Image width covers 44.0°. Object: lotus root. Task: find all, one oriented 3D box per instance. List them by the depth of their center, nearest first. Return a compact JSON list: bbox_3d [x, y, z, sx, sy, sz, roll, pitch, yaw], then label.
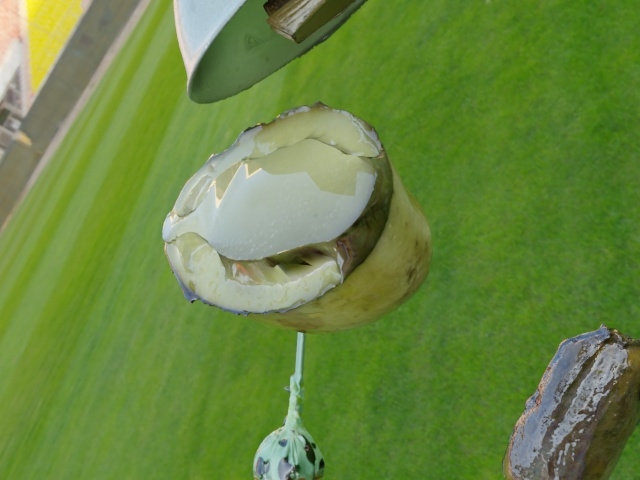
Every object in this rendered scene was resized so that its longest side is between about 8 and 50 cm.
[{"bbox_3d":[0.377,0.275,1.146,0.078,0.167,0.329,-65,-11,-63],"label":"lotus root"}]

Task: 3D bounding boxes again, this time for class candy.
[{"bbox_3d":[-0.036,0.188,1.035,0.083,0.091,0.305,-8,78,63],"label":"candy"}]

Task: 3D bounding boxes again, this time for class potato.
[{"bbox_3d":[0.000,0.000,0.830,0.286,0.242,0.242,-21,40,33],"label":"potato"}]

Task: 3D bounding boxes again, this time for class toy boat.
[{"bbox_3d":[0.013,-0.238,0.713,0.149,0.049,0.047,-39,-16,3],"label":"toy boat"}]

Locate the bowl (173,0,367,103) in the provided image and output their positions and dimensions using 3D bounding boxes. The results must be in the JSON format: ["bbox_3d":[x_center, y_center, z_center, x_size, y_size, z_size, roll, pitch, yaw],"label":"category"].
[{"bbox_3d":[-0.049,-0.290,0.799,0.313,0.146,0.313,-37,-2,-2],"label":"bowl"}]
